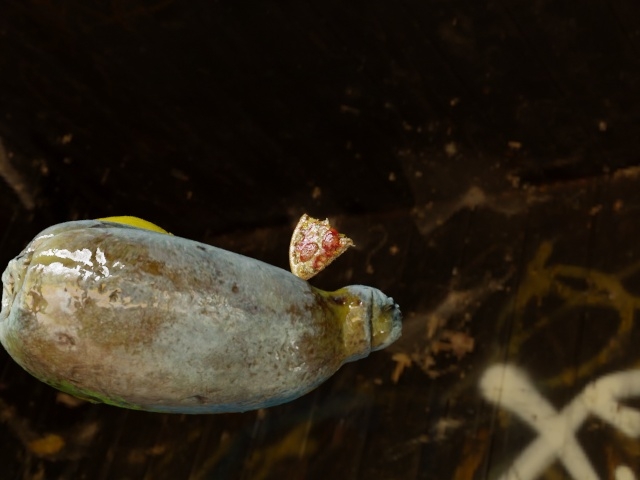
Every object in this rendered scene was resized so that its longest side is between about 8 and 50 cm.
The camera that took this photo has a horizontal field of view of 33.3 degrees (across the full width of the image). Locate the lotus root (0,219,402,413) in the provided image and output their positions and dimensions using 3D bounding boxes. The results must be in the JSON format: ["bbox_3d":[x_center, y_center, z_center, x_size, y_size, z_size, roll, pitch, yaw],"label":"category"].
[{"bbox_3d":[-0.090,0.072,0.852,0.322,0.139,0.158,13,-1,-19],"label":"lotus root"}]

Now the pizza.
[{"bbox_3d":[-0.013,-0.002,1.491,0.100,0.099,0.029,-33,-38,8],"label":"pizza"}]

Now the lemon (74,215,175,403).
[{"bbox_3d":[-0.302,0.103,1.588,0.297,0.297,0.297,11,-30,7],"label":"lemon"}]
